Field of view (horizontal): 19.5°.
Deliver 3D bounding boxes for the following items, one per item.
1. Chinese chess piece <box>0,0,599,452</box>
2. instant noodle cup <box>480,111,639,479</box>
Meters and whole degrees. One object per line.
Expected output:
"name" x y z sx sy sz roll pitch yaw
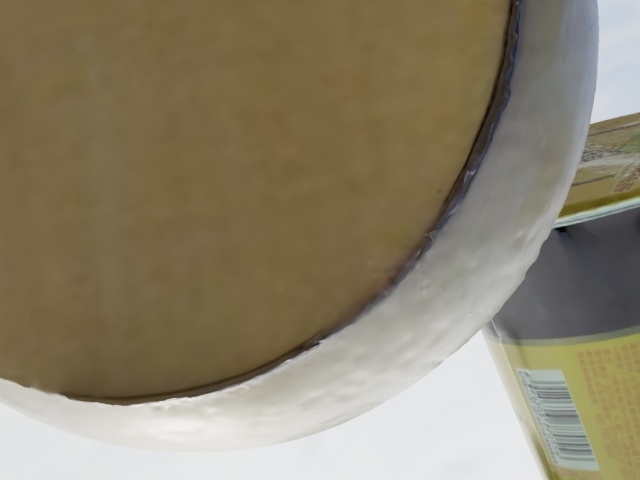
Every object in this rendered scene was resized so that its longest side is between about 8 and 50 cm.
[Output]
"Chinese chess piece" -0.040 -0.060 0.575 0.249 0.250 0.103 -27 164 11
"instant noodle cup" 0.182 0.058 1.026 0.215 0.236 0.215 -15 -169 3
